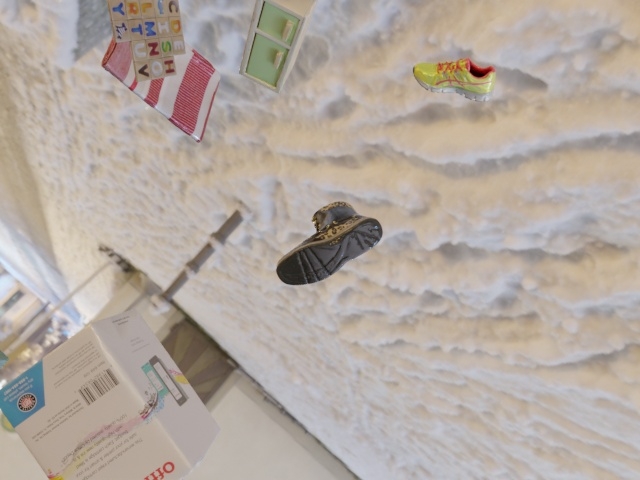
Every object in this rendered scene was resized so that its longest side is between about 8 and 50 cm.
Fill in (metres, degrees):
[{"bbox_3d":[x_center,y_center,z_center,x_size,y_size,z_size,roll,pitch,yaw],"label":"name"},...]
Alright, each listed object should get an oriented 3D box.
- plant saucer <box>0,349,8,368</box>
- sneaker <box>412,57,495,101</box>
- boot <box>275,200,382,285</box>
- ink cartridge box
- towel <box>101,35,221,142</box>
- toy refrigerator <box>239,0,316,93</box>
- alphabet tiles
[{"bbox_3d":[-0.651,0.177,1.109,0.192,0.067,0.018,38,169,11],"label":"plant saucer"},{"bbox_3d":[0.332,-0.413,1.511,0.208,0.082,0.094,12,144,2],"label":"sneaker"},{"bbox_3d":[0.002,0.001,1.328,0.085,0.236,0.178,65,174,-24],"label":"boot"},{"bbox_3d":[-0.334,0.286,1.008,0.270,0.198,0.197,55,-177,2],"label":"ink cartridge box"},{"bbox_3d":[-0.396,-0.438,1.598,0.037,0.237,0.329,-9,148,35],"label":"towel"},{"bbox_3d":[-0.090,-0.420,1.262,0.102,0.094,0.269,26,157,-6],"label":"toy refrigerator"},{"bbox_3d":[-0.347,-0.447,1.239,0.009,0.198,0.237,7,113,27],"label":"alphabet tiles"}]
